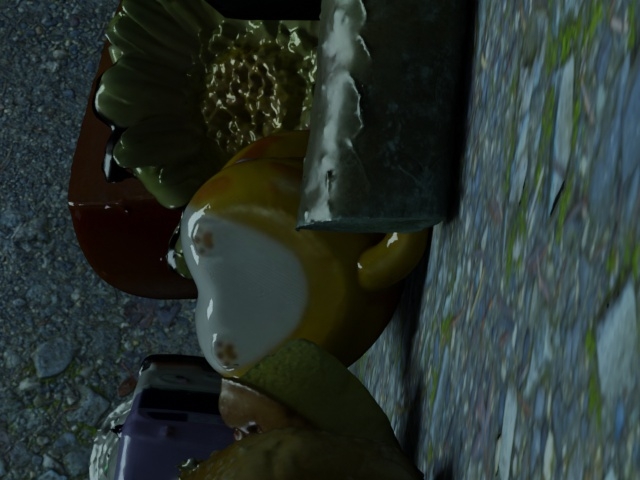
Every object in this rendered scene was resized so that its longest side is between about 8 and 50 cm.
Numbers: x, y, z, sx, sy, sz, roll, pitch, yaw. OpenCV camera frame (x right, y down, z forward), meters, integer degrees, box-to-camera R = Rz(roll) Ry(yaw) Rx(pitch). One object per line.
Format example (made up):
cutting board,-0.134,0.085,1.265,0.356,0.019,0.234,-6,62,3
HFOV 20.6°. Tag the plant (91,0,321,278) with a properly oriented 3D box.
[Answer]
plant,-0.067,-0.121,1.525,0.297,0.261,0.306,-104,32,-81

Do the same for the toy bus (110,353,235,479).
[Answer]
toy bus,-0.103,0.339,1.541,0.249,0.209,0.440,-95,15,-83

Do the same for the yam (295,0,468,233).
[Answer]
yam,0.043,-0.130,1.051,0.093,0.093,0.259,128,147,-84

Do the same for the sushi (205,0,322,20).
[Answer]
sushi,0.008,-0.292,1.271,0.227,0.215,0.212,51,-134,-65

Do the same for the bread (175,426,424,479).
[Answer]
bread,-0.031,0.233,0.952,0.195,0.176,0.246,98,177,-65

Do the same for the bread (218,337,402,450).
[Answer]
bread,-0.006,0.144,1.133,0.086,0.125,0.156,-46,-20,-35

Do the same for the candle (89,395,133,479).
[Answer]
candle,-0.139,0.242,1.826,0.330,0.187,0.187,15,-100,-61

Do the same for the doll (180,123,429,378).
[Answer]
doll,-0.017,0.004,1.262,0.269,0.162,0.167,-107,13,-76

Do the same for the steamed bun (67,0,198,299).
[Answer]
steamed bun,-0.086,-0.102,1.773,0.248,0.235,0.379,53,-140,-47
